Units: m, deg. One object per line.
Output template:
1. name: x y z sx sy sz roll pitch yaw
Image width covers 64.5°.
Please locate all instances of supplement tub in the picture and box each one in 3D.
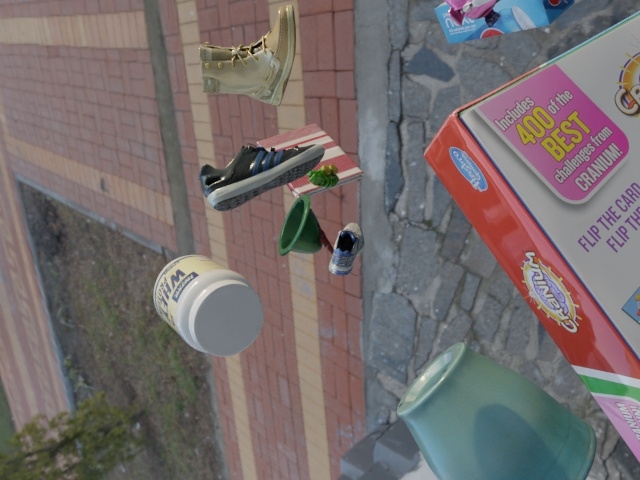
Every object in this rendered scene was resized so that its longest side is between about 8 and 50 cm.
1. supplement tub: -0.323 0.181 1.453 0.324 0.235 0.236 17 118 55

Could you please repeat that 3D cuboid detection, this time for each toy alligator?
1. toy alligator: 0.003 -0.160 1.317 0.056 0.189 0.051 -42 77 30

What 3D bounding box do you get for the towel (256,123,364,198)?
1. towel: -0.038 -0.263 1.657 0.329 0.236 0.037 53 157 39

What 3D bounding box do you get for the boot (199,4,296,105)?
1. boot: -0.165 -0.414 1.126 0.262 0.203 0.095 120 152 -60

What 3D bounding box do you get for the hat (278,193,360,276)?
1. hat: 0.000 0.000 1.383 0.173 0.183 0.209 -38 34 54

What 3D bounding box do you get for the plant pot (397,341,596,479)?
1. plant pot: 0.290 0.334 0.914 0.255 0.271 0.272 44 135 8

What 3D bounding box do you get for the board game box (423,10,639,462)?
1. board game box: 0.259 0.002 0.341 0.317 0.242 0.064 58 165 10

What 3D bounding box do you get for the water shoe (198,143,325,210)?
1. water shoe: -0.089 -0.120 0.782 0.080 0.203 0.073 60 162 8

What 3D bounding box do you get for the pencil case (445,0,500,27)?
1. pencil case: 0.204 -0.308 0.502 0.095 0.098 0.209 34 159 -10

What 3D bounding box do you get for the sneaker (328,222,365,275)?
1. sneaker: 0.053 0.003 0.909 0.052 0.135 0.058 12 128 7

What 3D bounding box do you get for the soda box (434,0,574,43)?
1. soda box: 0.286 -0.376 0.813 0.071 0.067 0.210 56 163 -27
